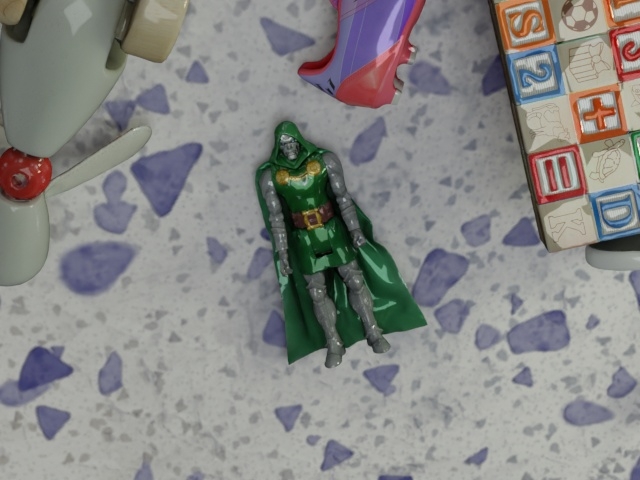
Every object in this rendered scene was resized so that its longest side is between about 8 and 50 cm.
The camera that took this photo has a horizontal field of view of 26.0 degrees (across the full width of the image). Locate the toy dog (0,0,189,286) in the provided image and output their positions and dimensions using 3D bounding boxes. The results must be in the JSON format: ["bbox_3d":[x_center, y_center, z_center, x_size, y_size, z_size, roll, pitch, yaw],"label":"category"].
[{"bbox_3d":[-0.226,-0.136,1.146,0.220,0.161,0.334,37,116,-22],"label":"toy dog"}]

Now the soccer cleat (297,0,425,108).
[{"bbox_3d":[0.058,-0.232,1.168,0.095,0.083,0.248,17,108,-2],"label":"soccer cleat"}]

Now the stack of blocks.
[{"bbox_3d":[0.240,-0.156,1.165,0.171,0.087,0.297,-13,97,5],"label":"stack of blocks"}]

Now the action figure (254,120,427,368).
[{"bbox_3d":[0.000,0.000,1.258,0.137,0.063,0.232,-19,109,2],"label":"action figure"}]

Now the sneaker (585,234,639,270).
[{"bbox_3d":[0.368,-0.074,1.265,0.296,0.104,0.147,-19,107,-4],"label":"sneaker"}]
